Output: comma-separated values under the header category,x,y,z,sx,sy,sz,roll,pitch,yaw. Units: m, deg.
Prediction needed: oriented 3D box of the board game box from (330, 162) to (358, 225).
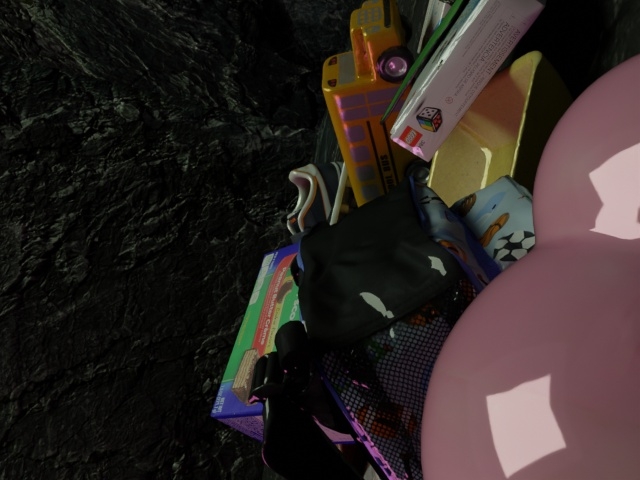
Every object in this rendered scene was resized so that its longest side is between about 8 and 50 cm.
category,x,y,z,sx,sy,sz,roll,pitch,yaw
board game box,0.090,-0.127,1.646,0.390,0.050,0.390,-5,-72,-81

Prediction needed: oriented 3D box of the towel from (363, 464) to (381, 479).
category,x,y,z,sx,sy,sz,roll,pitch,yaw
towel,0.063,0.356,0.919,0.312,0.056,0.324,96,176,-57

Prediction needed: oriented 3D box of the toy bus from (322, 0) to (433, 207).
category,x,y,z,sx,sy,sz,roll,pitch,yaw
toy bus,0.089,-0.165,1.326,0.108,0.130,0.333,-86,-18,-50

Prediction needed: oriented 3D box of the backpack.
category,x,y,z,sx,sy,sz,roll,pitch,yaw
backpack,0.102,0.097,0.606,0.276,0.213,0.264,-74,-40,-73

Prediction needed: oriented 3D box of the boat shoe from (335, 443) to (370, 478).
category,x,y,z,sx,sy,sz,roll,pitch,yaw
boat shoe,0.067,0.218,1.351,0.089,0.104,0.285,-173,92,-75

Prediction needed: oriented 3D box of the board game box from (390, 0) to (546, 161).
category,x,y,z,sx,sy,sz,roll,pitch,yaw
board game box,0.171,-0.230,0.989,0.193,0.053,0.305,-55,4,36

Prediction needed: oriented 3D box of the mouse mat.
category,x,y,z,sx,sy,sz,roll,pitch,yaw
mouse mat,0.129,-0.227,1.056,0.190,0.007,0.153,-54,5,44

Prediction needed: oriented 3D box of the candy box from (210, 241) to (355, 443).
category,x,y,z,sx,sy,sz,roll,pitch,yaw
candy box,0.013,0.127,1.256,0.317,0.122,0.268,-18,48,51

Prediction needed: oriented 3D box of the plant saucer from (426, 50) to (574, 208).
category,x,y,z,sx,sy,sz,roll,pitch,yaw
plant saucer,0.165,0.008,0.944,0.333,0.080,0.333,174,108,-84

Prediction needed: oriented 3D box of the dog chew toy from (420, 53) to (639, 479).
category,x,y,z,sx,sy,sz,roll,pitch,yaw
dog chew toy,0.171,0.011,0.388,0.206,0.206,0.332,147,144,-81

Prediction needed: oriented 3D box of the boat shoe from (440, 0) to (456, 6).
category,x,y,z,sx,sy,sz,roll,pitch,yaw
boat shoe,0.217,-0.381,1.124,0.233,0.079,0.084,-49,50,20

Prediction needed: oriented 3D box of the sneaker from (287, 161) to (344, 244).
category,x,y,z,sx,sy,sz,roll,pitch,yaw
sneaker,0.000,0.000,1.916,0.126,0.127,0.321,150,115,-67

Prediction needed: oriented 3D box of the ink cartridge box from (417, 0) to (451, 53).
category,x,y,z,sx,sy,sz,roll,pitch,yaw
ink cartridge box,0.191,-0.286,1.274,0.143,0.089,0.092,-108,31,-77
